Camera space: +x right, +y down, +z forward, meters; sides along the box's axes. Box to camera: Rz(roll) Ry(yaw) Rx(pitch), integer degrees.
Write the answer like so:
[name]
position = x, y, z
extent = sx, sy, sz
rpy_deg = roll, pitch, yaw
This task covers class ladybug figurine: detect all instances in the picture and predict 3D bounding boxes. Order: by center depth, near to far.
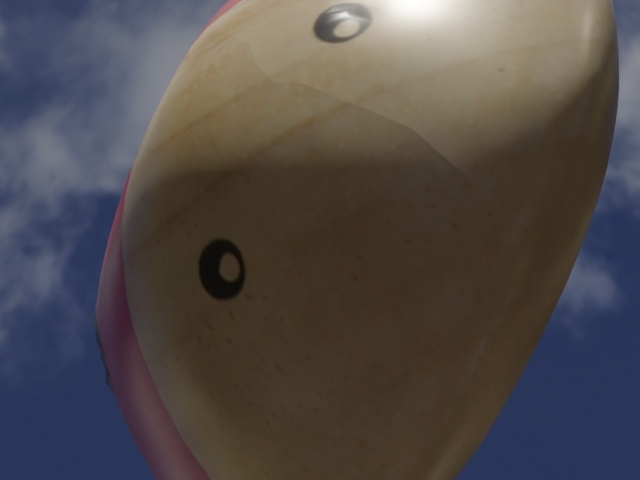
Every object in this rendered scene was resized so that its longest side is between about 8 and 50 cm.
[ladybug figurine]
position = 0.000, 0.000, 0.679
extent = 0.162, 0.449, 0.305
rpy_deg = 24, -100, -1
